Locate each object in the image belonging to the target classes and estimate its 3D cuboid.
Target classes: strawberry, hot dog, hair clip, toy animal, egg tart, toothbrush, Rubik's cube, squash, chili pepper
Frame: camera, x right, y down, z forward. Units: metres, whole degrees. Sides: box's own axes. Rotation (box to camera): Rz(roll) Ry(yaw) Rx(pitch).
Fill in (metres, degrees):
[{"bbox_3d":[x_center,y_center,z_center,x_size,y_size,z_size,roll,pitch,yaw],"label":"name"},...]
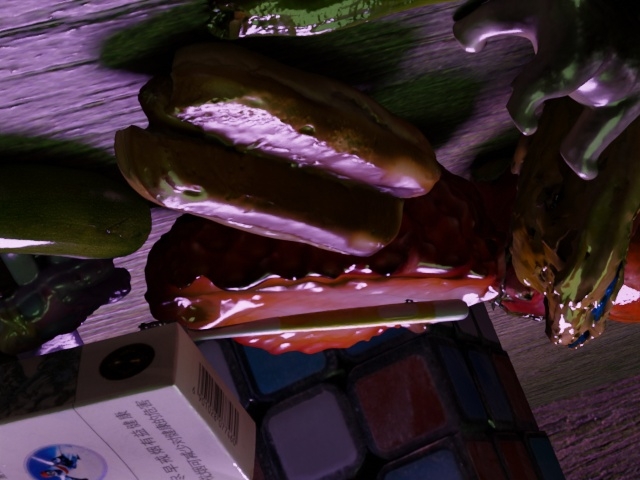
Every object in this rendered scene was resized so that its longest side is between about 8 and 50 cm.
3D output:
[{"bbox_3d":[0.000,0.000,1.622,0.336,0.149,0.265,2,161,-32],"label":"strawberry"},{"bbox_3d":[-0.024,-0.068,1.360,0.337,0.100,0.135,14,114,-53],"label":"hot dog"},{"bbox_3d":[-0.234,0.058,1.586,0.137,0.090,0.278,-21,167,-17],"label":"hair clip"},{"bbox_3d":[0.218,-0.148,1.414,0.233,0.121,0.168,12,129,-48],"label":"toy animal"},{"bbox_3d":[0.223,-0.042,1.597,0.107,0.290,0.291,15,163,1],"label":"egg tart"},{"bbox_3d":[-0.014,0.069,1.553,0.288,0.021,0.024,-5,152,-6],"label":"toothbrush"},{"bbox_3d":[0.049,0.233,2.113,0.363,0.358,0.362,-28,163,18],"label":"Rubik's cube"},{"bbox_3d":[-0.206,-0.019,1.374,0.080,0.071,0.318,-52,158,20],"label":"squash"},{"bbox_3d":[0.023,-0.168,1.206,0.202,0.050,0.052,-14,128,-17],"label":"chili pepper"}]

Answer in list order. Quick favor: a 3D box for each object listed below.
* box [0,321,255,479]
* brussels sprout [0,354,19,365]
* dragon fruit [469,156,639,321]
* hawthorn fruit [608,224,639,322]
[{"bbox_3d":[-0.206,0.169,1.580,0.256,0.069,0.164,-14,137,17],"label":"box"},{"bbox_3d":[-0.361,0.237,1.814,0.274,0.242,0.317,-8,171,37],"label":"brussels sprout"},{"bbox_3d":[0.218,0.007,1.859,0.200,0.198,0.269,-38,179,-17],"label":"dragon fruit"},{"bbox_3d":[0.344,0.006,2.047,0.189,0.189,0.189,-19,166,-5],"label":"hawthorn fruit"}]
